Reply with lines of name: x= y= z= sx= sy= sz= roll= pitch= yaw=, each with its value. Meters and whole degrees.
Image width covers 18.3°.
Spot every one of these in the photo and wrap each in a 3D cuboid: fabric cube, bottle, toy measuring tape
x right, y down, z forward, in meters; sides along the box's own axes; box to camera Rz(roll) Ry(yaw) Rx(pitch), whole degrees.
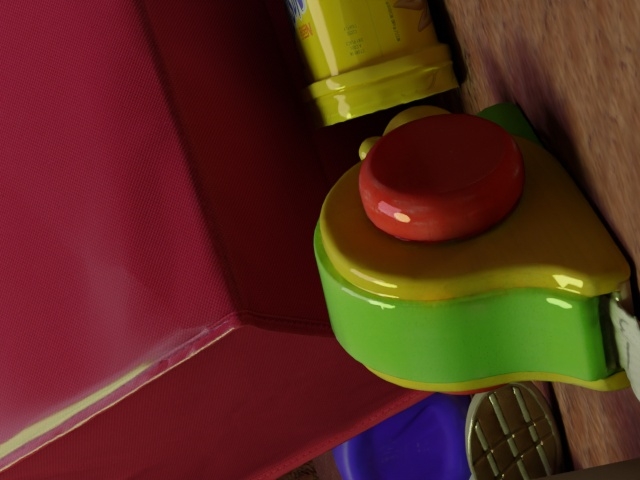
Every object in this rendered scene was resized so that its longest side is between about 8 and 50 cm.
fabric cube: x=-0.097 y=-0.004 z=1.143 sx=0.259 sy=0.254 sz=0.258 roll=11 pitch=-125 yaw=-54
bottle: x=0.031 y=0.054 z=1.340 sx=0.283 sy=0.092 sz=0.118 roll=-107 pitch=6 yaw=-55
toy measuring tape: x=0.070 y=0.042 z=0.792 sx=0.330 sy=0.121 sz=0.121 roll=-114 pitch=8 yaw=-53

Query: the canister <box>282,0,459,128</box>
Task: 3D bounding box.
canister: x=0.009 y=-0.149 z=1.029 sx=0.126 sy=0.073 sz=0.170 roll=-164 pitch=58 yaw=-85

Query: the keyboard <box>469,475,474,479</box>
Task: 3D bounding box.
keyboard: x=0.112 y=0.150 z=1.344 sx=0.256 sy=0.014 sz=0.072 roll=118 pitch=129 yaw=-84

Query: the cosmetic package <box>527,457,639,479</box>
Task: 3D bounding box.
cosmetic package: x=0.116 y=0.301 z=0.823 sx=0.197 sy=0.155 sz=0.365 roll=-81 pitch=-22 yaw=-70

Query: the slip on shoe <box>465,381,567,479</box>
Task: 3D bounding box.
slip on shoe: x=0.110 y=0.126 z=1.065 sx=0.041 sy=0.051 sz=0.135 roll=-91 pitch=-19 yaw=-64
